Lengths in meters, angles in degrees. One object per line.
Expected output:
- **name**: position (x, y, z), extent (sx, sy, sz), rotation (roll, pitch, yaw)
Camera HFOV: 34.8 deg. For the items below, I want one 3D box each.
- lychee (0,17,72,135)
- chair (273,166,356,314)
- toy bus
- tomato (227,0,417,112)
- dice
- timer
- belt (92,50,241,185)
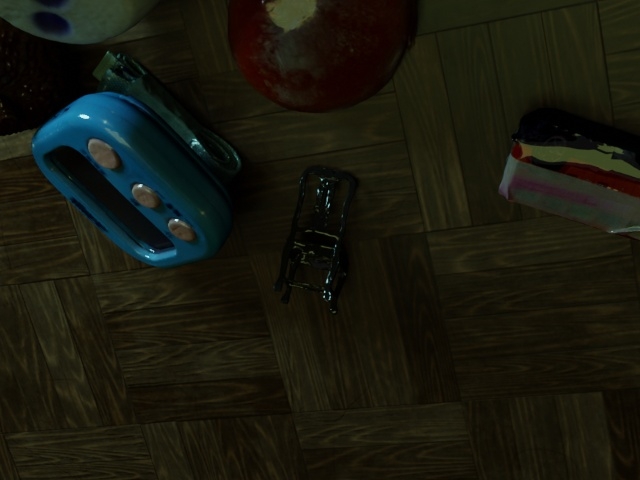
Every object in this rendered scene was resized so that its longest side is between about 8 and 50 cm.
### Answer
- **lychee**: position (-0.551, -0.303, 1.717), extent (0.260, 0.260, 0.261), rotation (6, 114, 14)
- **chair**: position (0.000, 0.000, 1.773), extent (0.106, 0.113, 0.229), rotation (12, 77, 11)
- **toy bus**: position (0.432, -0.099, 1.575), extent (0.302, 0.127, 0.147), rotation (20, 121, 6)
- **tomato**: position (0.000, -0.342, 1.573), extent (0.289, 0.176, 0.335), rotation (37, 116, -4)
- **dice**: position (-0.372, -0.465, 1.541), extent (0.259, 0.243, 0.251), rotation (-6, 152, 38)
- **timer**: position (-0.315, -0.099, 1.723), extent (0.340, 0.115, 0.309), rotation (46, 147, -21)
- **belt**: position (-0.266, -0.203, 1.754), extent (0.302, 0.087, 0.072), rotation (42, 126, -3)
